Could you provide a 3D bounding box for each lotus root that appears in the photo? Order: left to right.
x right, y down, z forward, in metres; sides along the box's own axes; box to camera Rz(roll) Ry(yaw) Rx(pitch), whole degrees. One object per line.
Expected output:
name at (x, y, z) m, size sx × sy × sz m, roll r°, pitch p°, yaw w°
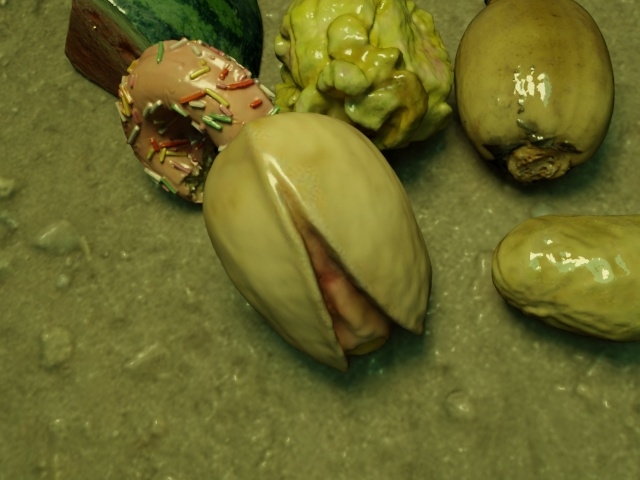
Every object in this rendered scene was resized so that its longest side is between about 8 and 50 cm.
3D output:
lotus root at (0.259, -0.225, 0.781) m, size 0.183 × 0.182 × 0.309 m, roll -4°, pitch 64°, yaw 8°

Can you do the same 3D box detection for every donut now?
donut at (-0.164, -0.145, 0.770) m, size 0.199 × 0.233 × 0.085 m, roll 45°, pitch 51°, yaw -13°

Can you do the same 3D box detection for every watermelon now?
watermelon at (-0.242, -0.269, 0.867) m, size 0.293 × 0.283 × 0.250 m, roll -37°, pitch 51°, yaw 23°

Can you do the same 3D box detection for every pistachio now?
pistachio at (0.000, 0.000, 0.690) m, size 0.230 × 0.230 × 0.308 m, roll -29°, pitch 109°, yaw -2°

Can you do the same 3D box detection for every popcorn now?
popcorn at (0.044, -0.205, 0.777) m, size 0.212 × 0.259 × 0.258 m, roll -26°, pitch 61°, yaw 45°

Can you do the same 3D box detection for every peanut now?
peanut at (0.352, 0.040, 0.684) m, size 0.319 × 0.147 × 0.147 m, roll 0°, pitch 70°, yaw 4°
